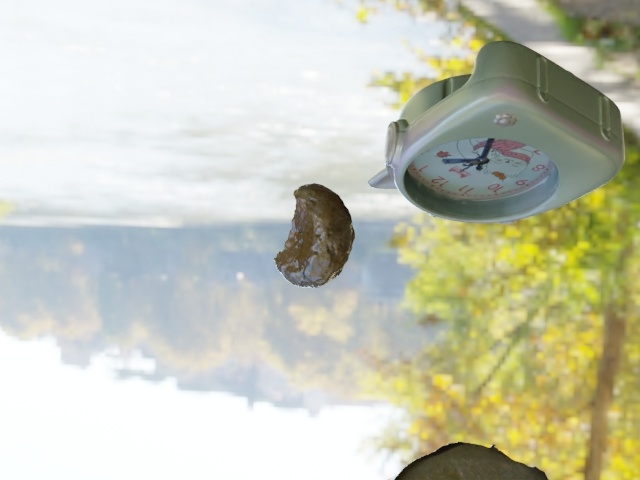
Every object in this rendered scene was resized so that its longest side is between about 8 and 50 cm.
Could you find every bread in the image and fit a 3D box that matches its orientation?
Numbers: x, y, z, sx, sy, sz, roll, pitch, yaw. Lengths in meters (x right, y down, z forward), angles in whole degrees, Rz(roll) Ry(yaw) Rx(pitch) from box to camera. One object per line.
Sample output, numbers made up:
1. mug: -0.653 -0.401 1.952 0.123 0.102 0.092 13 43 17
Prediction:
1. bread: 0.000 0.000 1.542 0.060 0.113 0.082 1 -151 -42

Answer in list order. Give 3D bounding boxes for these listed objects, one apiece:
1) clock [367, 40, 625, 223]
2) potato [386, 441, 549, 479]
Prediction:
1. clock: 0.218 -0.125 1.938 0.265 0.108 0.324 25 144 -35
2. potato: 0.160 0.464 1.972 0.397 0.290 0.296 12 138 -32
